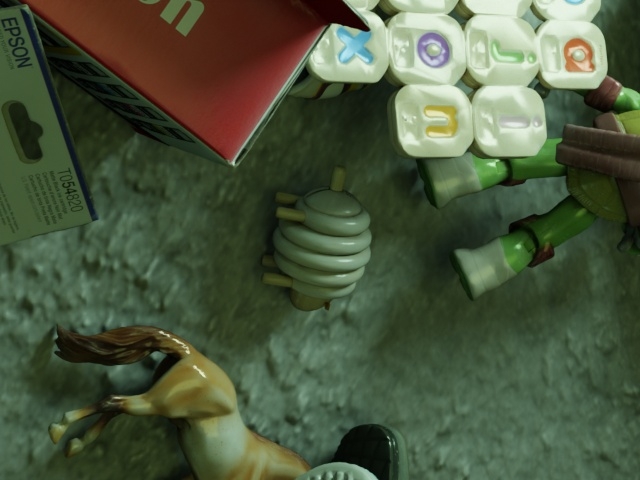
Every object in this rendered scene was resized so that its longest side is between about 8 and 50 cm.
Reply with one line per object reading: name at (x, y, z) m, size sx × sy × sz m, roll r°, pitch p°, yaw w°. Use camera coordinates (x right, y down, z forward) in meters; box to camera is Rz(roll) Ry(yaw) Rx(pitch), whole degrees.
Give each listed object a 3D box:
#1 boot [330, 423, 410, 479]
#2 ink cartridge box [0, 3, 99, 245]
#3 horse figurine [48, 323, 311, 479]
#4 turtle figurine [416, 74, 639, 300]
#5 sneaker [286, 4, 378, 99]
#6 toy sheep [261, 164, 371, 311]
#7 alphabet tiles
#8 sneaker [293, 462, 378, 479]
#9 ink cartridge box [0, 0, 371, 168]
boot at (0.092, 0.269, 1.256) m, size 0.161 × 0.083 × 0.246 m, roll -11°, pitch 106°, yaw -37°
ink cartridge box at (-0.278, -0.065, 0.905) m, size 0.224 × 0.045 × 0.223 m, roll -14°, pitch 143°, yaw -6°
horse figurine at (-0.115, 0.164, 1.122) m, size 0.174 × 0.066 × 0.263 m, roll -30°, pitch 116°, yaw -10°
turtle figurine at (0.225, -0.066, 1.224) m, size 0.266 × 0.275 × 0.198 m, roll -21°, pitch 134°, yaw -1°
sneaker at (-0.003, -0.204, 1.095) m, size 0.084 × 0.069 × 0.185 m, roll -14°, pitch 106°, yaw -29°
toy sheep at (0.000, 0.000, 1.133) m, size 0.091 × 0.091 × 0.132 m, roll -1°, pitch 120°, yaw -27°
alphabet tiles at (0.105, -0.205, 1.088) m, size 0.278 × 0.021 × 0.284 m, roll -3°, pitch 85°, yaw -26°
sneaker at (-0.060, 0.341, 1.125) m, size 0.366 × 0.135 × 0.150 m, roll -38°, pitch 132°, yaw 9°
ink cartridge box at (-0.159, -0.191, 0.903) m, size 0.309 × 0.272 × 0.130 m, roll 37°, pitch 83°, yaw -28°
